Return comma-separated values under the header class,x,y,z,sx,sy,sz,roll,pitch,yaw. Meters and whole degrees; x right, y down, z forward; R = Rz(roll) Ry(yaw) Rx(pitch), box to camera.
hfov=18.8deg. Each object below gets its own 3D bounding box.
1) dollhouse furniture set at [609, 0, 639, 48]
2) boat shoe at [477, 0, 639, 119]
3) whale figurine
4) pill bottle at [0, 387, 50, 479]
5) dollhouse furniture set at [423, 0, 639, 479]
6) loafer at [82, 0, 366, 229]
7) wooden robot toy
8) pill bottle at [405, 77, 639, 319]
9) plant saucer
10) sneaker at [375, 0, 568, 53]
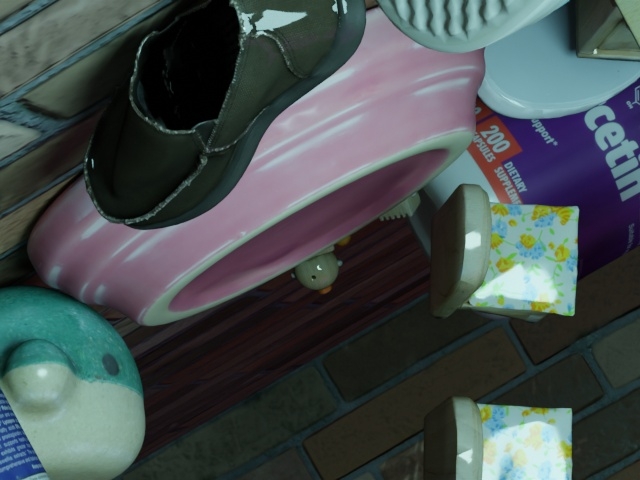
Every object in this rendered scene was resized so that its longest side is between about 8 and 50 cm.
class,x,y,z,sx,sy,sz,roll,pitch,yaw
dollhouse furniture set,0.212,-0.159,0.992,0.144,0.151,0.123,-29,156,10
boat shoe,0.199,-0.139,1.403,0.258,0.095,0.084,-24,166,-33
whale figurine,-0.242,0.093,1.252,0.272,0.141,0.216,13,150,-43
pill bottle,-0.220,0.119,1.038,0.123,0.219,0.123,-29,172,-4
dollhouse furniture set,0.261,-0.019,1.173,0.362,0.394,0.256,3,169,-5
loafer,-0.067,-0.074,0.939,0.078,0.080,0.220,-11,157,-40
wooden robot toy,0.000,0.000,1.520,0.173,0.079,0.076,-17,-160,10
pill bottle,0.228,-0.082,1.561,0.323,0.181,0.181,-29,173,-11
plant saucer,-0.026,-0.040,1.252,0.332,0.084,0.332,-30,173,-4
sneaker,0.161,-0.202,0.775,0.150,0.135,0.366,-34,-175,-38
